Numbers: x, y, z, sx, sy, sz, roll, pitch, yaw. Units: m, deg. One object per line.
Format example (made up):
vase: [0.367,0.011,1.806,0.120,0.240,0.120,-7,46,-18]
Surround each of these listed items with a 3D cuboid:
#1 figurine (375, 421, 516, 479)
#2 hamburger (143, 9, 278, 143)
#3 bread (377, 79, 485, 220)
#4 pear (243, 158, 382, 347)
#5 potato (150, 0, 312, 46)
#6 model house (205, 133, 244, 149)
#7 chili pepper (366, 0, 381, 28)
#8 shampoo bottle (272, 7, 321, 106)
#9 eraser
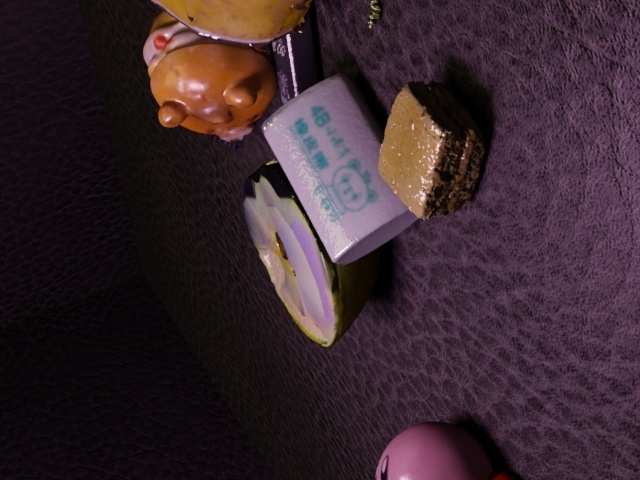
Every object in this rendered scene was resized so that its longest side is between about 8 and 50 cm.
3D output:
figurine: [0.225,0.439,1.813,0.269,0.262,0.211,117,156,-66]
hamburger: [-0.206,-0.322,1.952,0.276,0.277,0.236,104,163,-58]
bread: [0.169,-0.137,1.485,0.138,0.102,0.196,52,152,32]
pear: [0.004,0.002,1.959,0.399,0.165,0.398,53,155,38]
potato: [-0.151,-0.537,1.646,0.397,0.290,0.296,44,151,15]
model house: [-0.235,-0.309,2.257,0.211,0.170,0.194,61,157,18]
chili pepper: [0.086,-0.374,1.573,0.027,0.022,0.083,57,153,33]
shampoo bottle: [-0.043,-0.319,1.896,0.098,0.071,0.309,41,149,47]
eraser: [0.039,-0.127,1.725,0.290,0.189,0.104,61,-167,18]
